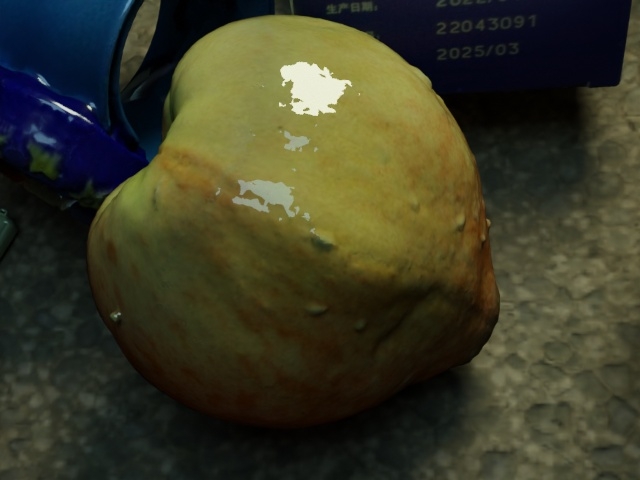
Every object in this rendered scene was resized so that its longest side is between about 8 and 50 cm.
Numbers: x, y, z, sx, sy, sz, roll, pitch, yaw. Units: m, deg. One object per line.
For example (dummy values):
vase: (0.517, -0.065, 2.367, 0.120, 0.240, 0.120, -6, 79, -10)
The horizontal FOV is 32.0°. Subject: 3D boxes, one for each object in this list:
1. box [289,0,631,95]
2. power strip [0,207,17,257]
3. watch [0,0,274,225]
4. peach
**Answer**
box: (0.084, -0.231, 0.749, 0.200, 0.106, 0.299, -3, 50, 4)
power strip: (-0.232, 0.016, 0.715, 0.040, 0.016, 0.090, 19, 65, 16)
watch: (-0.131, -0.118, 0.683, 0.171, 0.196, 0.200, 31, 77, 16)
peach: (0.000, 0.000, 0.597, 0.233, 0.232, 0.232, -3, 60, 5)
